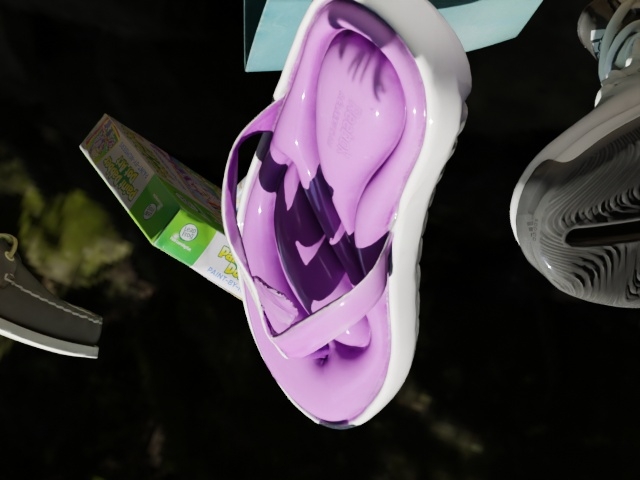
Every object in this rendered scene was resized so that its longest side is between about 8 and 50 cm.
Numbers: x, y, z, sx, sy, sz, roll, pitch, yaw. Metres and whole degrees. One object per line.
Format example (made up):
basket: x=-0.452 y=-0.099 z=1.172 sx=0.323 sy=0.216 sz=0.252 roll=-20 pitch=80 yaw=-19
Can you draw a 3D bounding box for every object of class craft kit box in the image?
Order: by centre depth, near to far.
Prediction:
craft kit box: x=-0.123 y=-0.015 z=1.789 sx=0.246 sy=0.061 sz=0.250 roll=30 pitch=-170 yaw=-37

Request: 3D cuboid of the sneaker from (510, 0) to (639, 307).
sneaker: x=0.259 y=-0.094 z=1.284 sx=0.257 sy=0.447 sz=0.169 roll=28 pitch=129 yaw=43

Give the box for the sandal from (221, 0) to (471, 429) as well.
sandal: x=-0.011 y=-0.009 z=1.107 sx=0.169 sy=0.102 sz=0.416 roll=40 pitch=143 yaw=26

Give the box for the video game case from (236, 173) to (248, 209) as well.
video game case: x=-0.003 y=-0.058 z=1.489 sx=0.119 sy=0.015 sz=0.166 roll=5 pitch=158 yaw=-23

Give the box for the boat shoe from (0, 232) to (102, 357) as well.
boat shoe: x=-0.336 y=0.021 z=1.525 sx=0.305 sy=0.091 sz=0.109 roll=24 pitch=173 yaw=-7

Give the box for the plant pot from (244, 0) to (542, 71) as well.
plant pot: x=0.061 y=-0.239 z=1.347 sx=0.234 sy=0.166 sz=0.165 roll=1 pitch=165 yaw=-9
